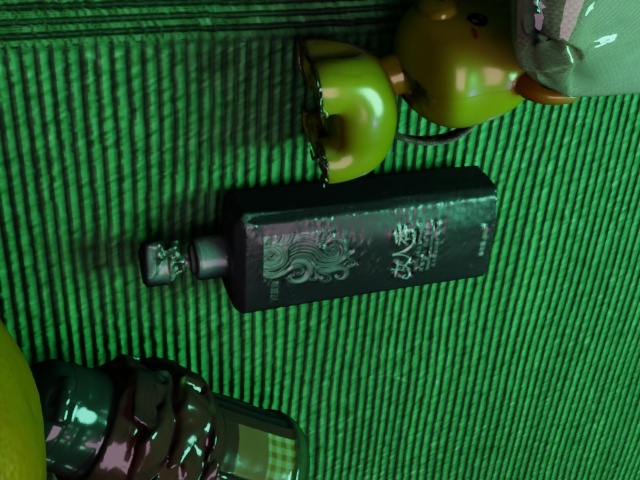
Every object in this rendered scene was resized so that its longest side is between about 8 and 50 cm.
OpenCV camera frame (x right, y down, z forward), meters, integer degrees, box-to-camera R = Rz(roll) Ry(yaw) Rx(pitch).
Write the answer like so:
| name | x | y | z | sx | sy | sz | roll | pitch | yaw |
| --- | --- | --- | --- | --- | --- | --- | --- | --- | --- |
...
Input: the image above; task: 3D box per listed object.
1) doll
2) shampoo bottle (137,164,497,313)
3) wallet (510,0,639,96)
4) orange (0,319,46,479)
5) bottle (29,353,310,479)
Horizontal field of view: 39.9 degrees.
| name | x | y | z | sx | sy | sz | roll | pitch | yaw |
| --- | --- | --- | --- | --- | --- | --- | --- | --- | --- |
| doll | 0.093 | -0.124 | 0.682 | 0.221 | 0.143 | 0.135 | -15 | 126 | -6 |
| shampoo bottle | 0.000 | 0.001 | 0.761 | 0.309 | 0.071 | 0.098 | -7 | 126 | -17 |
| wallet | 0.238 | -0.236 | 0.582 | 0.275 | 0.068 | 0.335 | -18 | 131 | -33 |
| orange | -0.322 | 0.141 | 0.531 | 0.312 | 0.312 | 0.312 | -11 | 125 | -17 |
| bottle | -0.145 | 0.174 | 0.771 | 0.156 | 0.143 | 0.271 | -19 | 144 | 40 |
